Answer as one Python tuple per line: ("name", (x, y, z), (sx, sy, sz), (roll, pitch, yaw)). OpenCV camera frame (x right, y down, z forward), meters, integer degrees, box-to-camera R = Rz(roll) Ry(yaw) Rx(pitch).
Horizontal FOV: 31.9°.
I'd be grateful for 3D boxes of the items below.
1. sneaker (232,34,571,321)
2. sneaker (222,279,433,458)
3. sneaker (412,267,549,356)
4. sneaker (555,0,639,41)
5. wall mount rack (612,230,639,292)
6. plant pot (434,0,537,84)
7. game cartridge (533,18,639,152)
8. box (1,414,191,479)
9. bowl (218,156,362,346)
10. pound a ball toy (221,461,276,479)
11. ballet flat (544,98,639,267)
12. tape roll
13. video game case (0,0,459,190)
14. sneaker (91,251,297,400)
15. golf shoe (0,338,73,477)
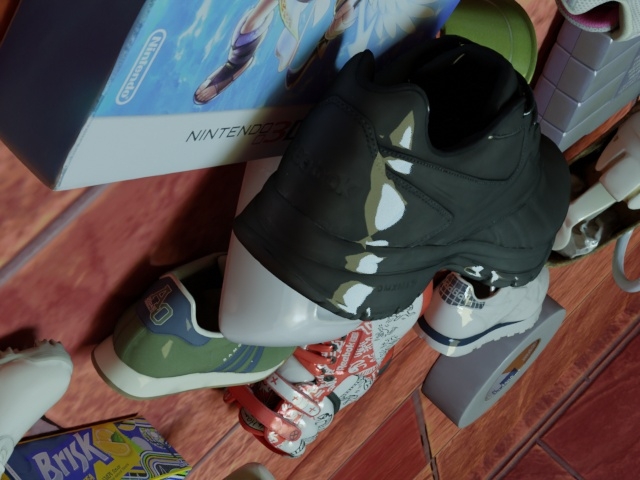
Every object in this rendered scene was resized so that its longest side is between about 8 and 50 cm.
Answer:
("sneaker", (0.078, -0.044, 0.602), (0.286, 0.109, 0.130), (-18, 139, -58))
("sneaker", (0.000, 0.081, 0.872), (0.145, 0.090, 0.270), (-41, 162, -25))
("sneaker", (0.198, 0.050, 1.248), (0.235, 0.090, 0.095), (-26, 142, -50))
("sneaker", (0.195, -0.182, 0.697), (0.111, 0.103, 0.252), (-51, 154, 23))
("wall mount rack", (0.448, -0.063, 1.127), (0.304, 0.130, 0.350), (-107, -141, -66))
("plant pot", (0.077, -0.119, 0.689), (0.079, 0.083, 0.083), (2, 128, -49))
("game cartridge", (0.323, -0.234, 1.003), (0.355, 0.068, 0.230), (-35, 161, -32))
("box", (-0.160, 0.162, 0.735), (0.054, 0.059, 0.169), (-53, 160, 15))
("bowl", (0.000, 0.000, 0.688), (0.142, 0.053, 0.142), (9, 93, -64))
("pound a ball toy", (-0.165, 0.321, 0.834), (0.319, 0.136, 0.208), (-40, 169, 24))
("ballet flat", (0.303, -0.059, 1.130), (0.123, 0.123, 0.348), (-36, 175, -30))
("tape roll", (0.239, 0.155, 1.543), (0.219, 0.072, 0.219), (-41, 160, -18))
("video game case", (0.010, -0.150, 0.480), (0.244, 0.061, 0.269), (-17, 147, -57))
("sneaker", (-0.055, 0.046, 0.724), (0.086, 0.064, 0.192), (-52, 158, 26))
("golf shoe", (-0.186, 0.128, 0.579), (0.176, 0.086, 0.069), (-41, 158, -23))
